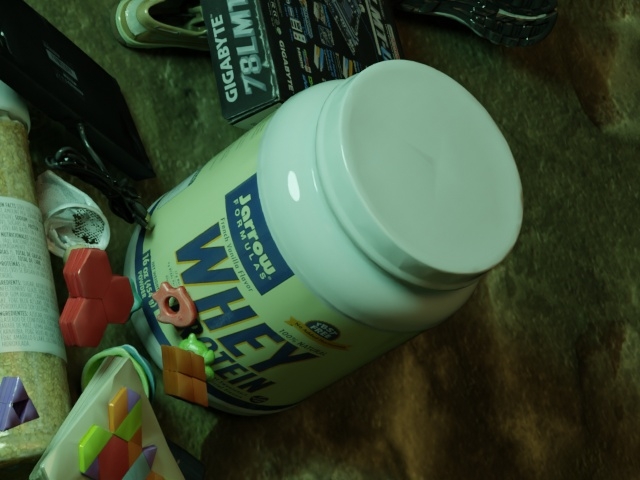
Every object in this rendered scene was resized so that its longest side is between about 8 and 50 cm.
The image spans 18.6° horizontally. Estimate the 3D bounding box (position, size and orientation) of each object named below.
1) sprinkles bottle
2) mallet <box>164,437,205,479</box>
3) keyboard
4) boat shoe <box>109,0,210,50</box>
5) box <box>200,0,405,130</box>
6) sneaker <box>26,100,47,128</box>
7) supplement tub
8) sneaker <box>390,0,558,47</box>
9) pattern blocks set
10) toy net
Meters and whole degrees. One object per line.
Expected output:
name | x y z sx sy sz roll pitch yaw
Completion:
sprinkles bottle | -0.281 0.029 1.628 0.121 0.121 0.355 4 64 -39
mallet | -0.163 0.248 1.672 0.062 0.039 0.190 43 50 -15
keyboard | -0.224 -0.115 1.703 0.201 0.033 0.317 66 12 24
boat shoe | -0.113 -0.223 1.937 0.190 0.072 0.068 -16 93 -41
box | -0.018 -0.234 1.968 0.293 0.073 0.295 15 58 -59
sneaker | -0.313 -0.185 1.752 0.192 0.064 0.086 32 50 -10
supplement tub | 0.000 0.000 1.737 0.235 0.325 0.235 19 55 -31
sneaker | 0.132 -0.298 2.191 0.271 0.100 0.108 24 14 -17
pattern blocks set | -0.164 0.194 1.579 0.325 0.026 0.285 58 46 -44
toy net | -0.187 0.040 1.702 0.232 0.122 0.045 62 28 2
